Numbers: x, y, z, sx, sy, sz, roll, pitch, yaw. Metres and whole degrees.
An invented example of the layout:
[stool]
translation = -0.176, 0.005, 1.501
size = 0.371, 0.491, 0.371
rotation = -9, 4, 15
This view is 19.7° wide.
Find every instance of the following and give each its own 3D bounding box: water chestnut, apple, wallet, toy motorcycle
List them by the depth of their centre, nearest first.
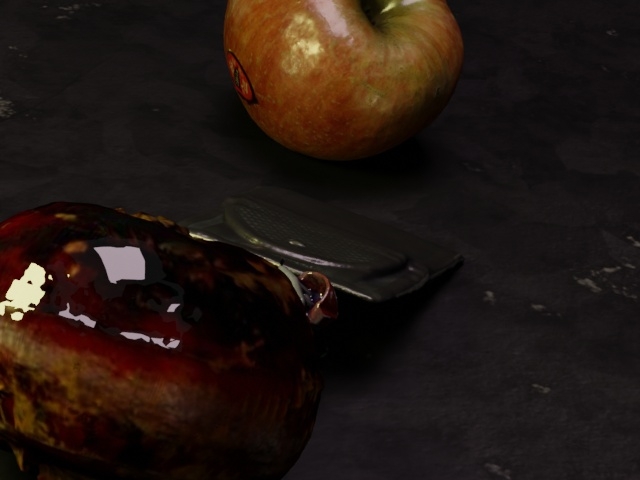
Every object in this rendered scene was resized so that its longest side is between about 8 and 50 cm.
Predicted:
[water chestnut]
translation = -0.176, 0.125, 1.534
size = 0.350, 0.302, 0.350
rotation = 14, -5, 1
[toy motorcycle]
translation = -0.070, 0.069, 1.740
size = 0.213, 0.122, 0.082
rotation = 18, 28, -30
[wallet]
translation = 0.000, 0.000, 1.944
size = 0.247, 0.041, 0.323
rotation = 21, 13, 16
[apple]
translation = 0.017, -0.226, 2.224
size = 0.277, 0.250, 0.309
rotation = 14, 48, -25
